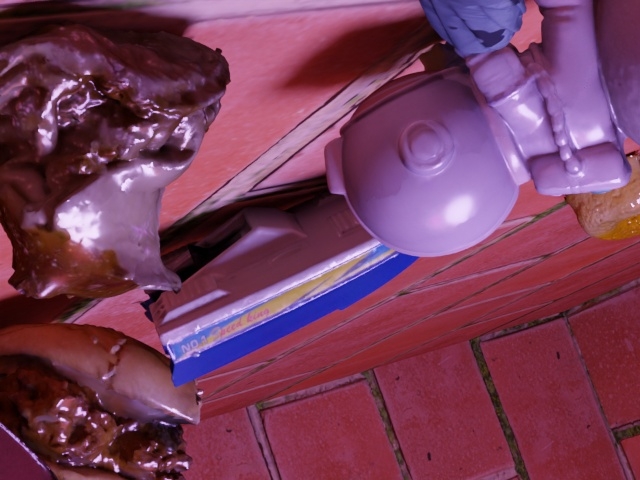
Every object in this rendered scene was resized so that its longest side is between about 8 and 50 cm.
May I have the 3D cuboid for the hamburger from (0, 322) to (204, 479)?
[{"bbox_3d":[-0.237,0.152,1.103,0.282,0.155,0.245,13,154,3],"label":"hamburger"}]

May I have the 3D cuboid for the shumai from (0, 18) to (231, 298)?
[{"bbox_3d":[-0.098,-0.029,0.610,0.145,0.116,0.145,-21,169,-4],"label":"shumai"}]

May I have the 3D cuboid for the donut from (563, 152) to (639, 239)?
[{"bbox_3d":[0.358,-0.049,1.502,0.181,0.078,0.146,-10,163,-38],"label":"donut"}]

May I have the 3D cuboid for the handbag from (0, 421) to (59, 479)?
[{"bbox_3d":[-0.287,0.202,0.850,0.084,0.276,0.260,-20,130,22],"label":"handbag"}]

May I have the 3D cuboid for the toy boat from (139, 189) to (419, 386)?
[{"bbox_3d":[0.000,0.000,1.034,0.295,0.088,0.129,-26,-156,-4],"label":"toy boat"}]

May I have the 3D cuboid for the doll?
[{"bbox_3d":[0.138,-0.076,0.734,0.287,0.151,0.151,-22,170,12],"label":"doll"}]

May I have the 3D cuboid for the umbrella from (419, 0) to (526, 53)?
[{"bbox_3d":[0.060,-0.128,0.565,0.052,0.053,0.250,-20,172,6],"label":"umbrella"}]
